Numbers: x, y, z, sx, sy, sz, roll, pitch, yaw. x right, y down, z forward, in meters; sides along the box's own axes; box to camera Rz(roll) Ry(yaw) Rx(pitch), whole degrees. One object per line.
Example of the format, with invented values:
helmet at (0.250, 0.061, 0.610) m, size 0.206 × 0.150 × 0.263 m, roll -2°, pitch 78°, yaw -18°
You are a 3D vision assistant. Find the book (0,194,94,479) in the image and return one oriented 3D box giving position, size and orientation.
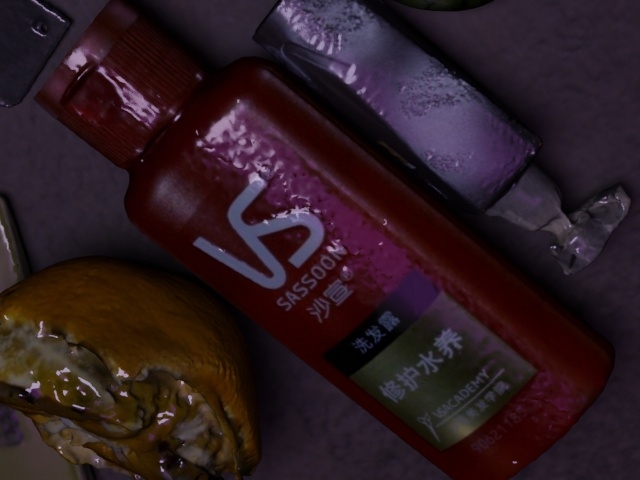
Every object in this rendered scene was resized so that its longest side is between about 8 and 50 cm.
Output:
book at (-0.313, 0.119, 0.811) m, size 0.352 × 0.035 × 0.239 m, roll -12°, pitch 106°, yaw 7°

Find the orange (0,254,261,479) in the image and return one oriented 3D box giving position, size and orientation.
orange at (-0.097, 0.066, 0.731) m, size 0.160 × 0.112 × 0.170 m, roll 25°, pitch 151°, yaw -1°

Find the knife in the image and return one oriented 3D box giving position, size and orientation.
knife at (-0.246, -0.154, 0.725) m, size 0.245 × 0.019 × 0.072 m, roll 35°, pitch 111°, yaw -9°

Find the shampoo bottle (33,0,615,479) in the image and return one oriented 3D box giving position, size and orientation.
shampoo bottle at (0.000, 0.001, 0.730) m, size 0.314 × 0.076 × 0.118 m, roll 39°, pitch 125°, yaw -10°

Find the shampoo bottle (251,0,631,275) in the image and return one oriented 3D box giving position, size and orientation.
shampoo bottle at (0.063, -0.060, 0.719) m, size 0.207 × 0.057 × 0.063 m, roll 38°, pitch 101°, yaw -10°

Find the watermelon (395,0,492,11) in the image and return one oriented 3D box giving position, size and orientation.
watermelon at (0.059, -0.156, 0.684) m, size 0.105 × 0.062 × 0.105 m, roll 1°, pitch 114°, yaw 3°
